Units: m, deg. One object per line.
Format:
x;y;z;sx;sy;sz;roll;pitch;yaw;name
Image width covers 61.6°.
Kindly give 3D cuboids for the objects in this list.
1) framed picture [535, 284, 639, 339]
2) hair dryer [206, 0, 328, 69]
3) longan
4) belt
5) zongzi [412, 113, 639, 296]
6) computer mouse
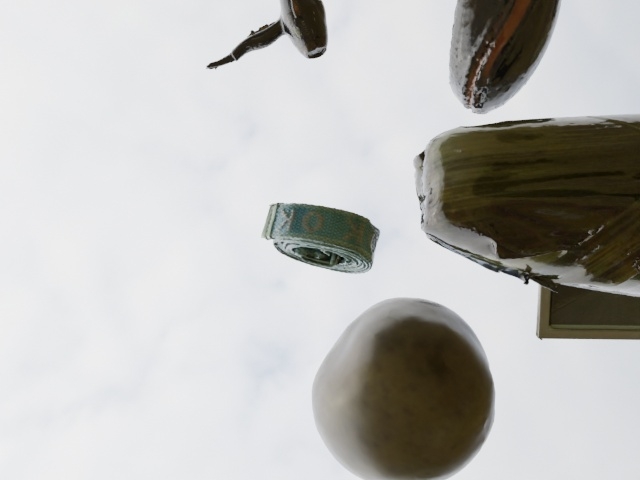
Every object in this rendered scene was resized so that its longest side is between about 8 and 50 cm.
0.352;-0.007;0.625;0.188;0.023;0.260;0;-78;8;framed picture
-0.168;-0.567;1.406;0.304;0.359;0.120;66;-167;5;hair dryer
0.155;0.287;1.028;0.360;0.361;0.361;6;-101;-32;longan
0.008;0.002;0.864;0.147;0.163;0.082;41;-121;-50;belt
0.185;-0.028;0.286;0.220;0.242;0.112;6;-99;-13;zongzi
0.243;-0.321;0.669;0.183;0.116;0.324;-32;-49;-63;computer mouse
